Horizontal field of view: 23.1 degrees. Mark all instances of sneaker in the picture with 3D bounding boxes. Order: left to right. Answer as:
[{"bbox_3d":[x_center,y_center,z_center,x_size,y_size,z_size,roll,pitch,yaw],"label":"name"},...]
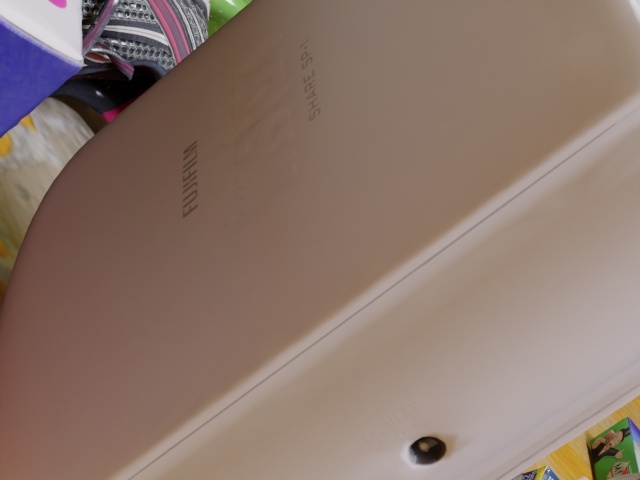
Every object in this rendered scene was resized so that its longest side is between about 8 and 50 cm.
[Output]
[{"bbox_3d":[-0.156,-0.137,0.790,0.299,0.121,0.112,18,67,-49],"label":"sneaker"}]

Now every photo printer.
[{"bbox_3d":[0.000,0.000,0.564,0.107,0.307,0.256,42,22,-28],"label":"photo printer"}]

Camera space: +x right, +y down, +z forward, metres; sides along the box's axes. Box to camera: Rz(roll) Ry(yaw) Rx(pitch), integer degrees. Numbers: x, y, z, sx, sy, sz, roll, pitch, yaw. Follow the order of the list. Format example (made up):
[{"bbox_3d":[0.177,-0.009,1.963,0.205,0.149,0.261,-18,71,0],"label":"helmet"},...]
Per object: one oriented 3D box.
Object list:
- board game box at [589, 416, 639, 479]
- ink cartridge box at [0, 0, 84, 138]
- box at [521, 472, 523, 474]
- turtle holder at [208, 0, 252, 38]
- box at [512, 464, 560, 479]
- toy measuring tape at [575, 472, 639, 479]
[{"bbox_3d":[0.340,0.314,1.284,0.317,0.046,0.213,48,18,-13],"label":"board game box"},{"bbox_3d":[-0.160,-0.071,0.517,0.069,0.176,0.371,44,18,-28],"label":"ink cartridge box"},{"bbox_3d":[0.040,0.112,0.879,0.201,0.057,0.293,44,18,-23],"label":"box"},{"bbox_3d":[0.038,-0.169,1.148,0.320,0.243,0.227,54,-3,39],"label":"turtle holder"},{"bbox_3d":[0.068,0.181,0.693,0.054,0.059,0.169,50,43,-15],"label":"box"},{"bbox_3d":[0.192,0.155,0.743,0.121,0.121,0.330,54,-17,4],"label":"toy measuring tape"}]
